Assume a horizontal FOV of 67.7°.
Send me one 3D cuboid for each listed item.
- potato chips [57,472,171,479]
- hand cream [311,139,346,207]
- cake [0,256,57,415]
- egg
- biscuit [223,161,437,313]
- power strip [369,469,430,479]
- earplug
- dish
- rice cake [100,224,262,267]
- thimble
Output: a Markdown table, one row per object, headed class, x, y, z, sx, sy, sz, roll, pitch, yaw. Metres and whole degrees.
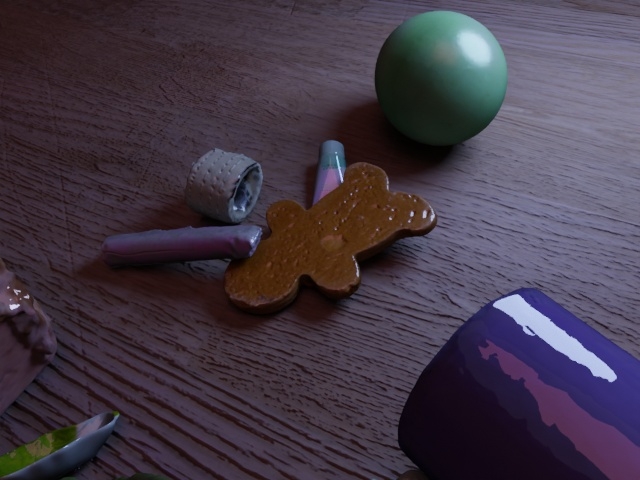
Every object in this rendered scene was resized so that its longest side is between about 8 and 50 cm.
| class | x | y | z | sx | sy | sz | roll | pitch | yaw |
| --- | --- | --- | --- | --- | --- | --- | --- | --- | --- |
| potato chips | -0.231 | 0.380 | 0.384 | 0.389 | 0.097 | 0.373 | 1 | 49 | 9 |
| hand cream | 0.020 | -0.093 | 0.820 | 0.076 | 0.047 | 0.174 | -1 | 59 | 4 |
| cake | -0.517 | 0.094 | 0.522 | 0.293 | 0.314 | 0.307 | 25 | 53 | 22 |
| egg | 0.208 | -0.291 | 0.855 | 0.220 | 0.220 | 0.269 | -14 | 48 | -7 |
| biscuit | 0.001 | 0.002 | 0.724 | 0.324 | 0.049 | 0.205 | -35 | 56 | -17 |
| power strip | 0.181 | 0.354 | 0.402 | 0.091 | 0.062 | 0.385 | -38 | 57 | -25 |
| earplug | 0.282 | 0.242 | 0.346 | 0.215 | 0.215 | 0.456 | -30 | 45 | -21 |
| dish | -0.294 | 0.244 | 0.542 | 0.137 | 0.039 | 0.091 | -18 | 4 | -33 |
| rice cake | -0.211 | 0.008 | 0.715 | 0.270 | 0.049 | 0.055 | -3 | 64 | 16 |
| thimble | -0.155 | -0.088 | 0.784 | 0.090 | 0.102 | 0.115 | 16 | 77 | 18 |
